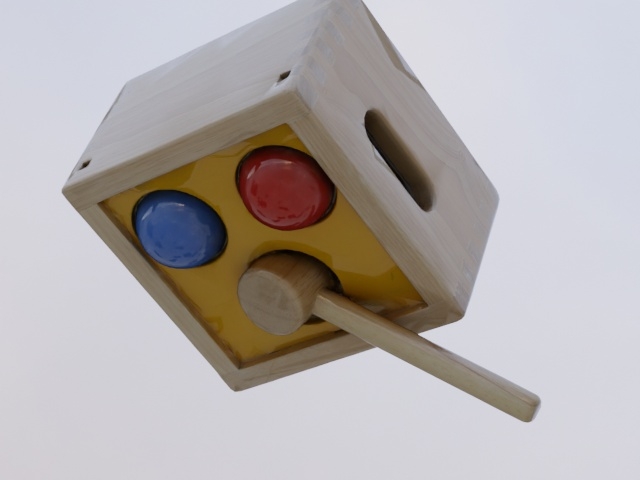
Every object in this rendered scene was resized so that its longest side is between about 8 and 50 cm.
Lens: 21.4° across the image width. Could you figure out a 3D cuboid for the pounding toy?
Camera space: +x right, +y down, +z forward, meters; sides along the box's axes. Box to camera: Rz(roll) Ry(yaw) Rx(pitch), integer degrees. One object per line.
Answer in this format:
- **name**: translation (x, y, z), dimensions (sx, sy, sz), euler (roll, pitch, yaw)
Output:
- **pounding toy**: translation (0.000, 0.000, 0.622), dimensions (0.130, 0.100, 0.141), euler (-21, -60, 33)
